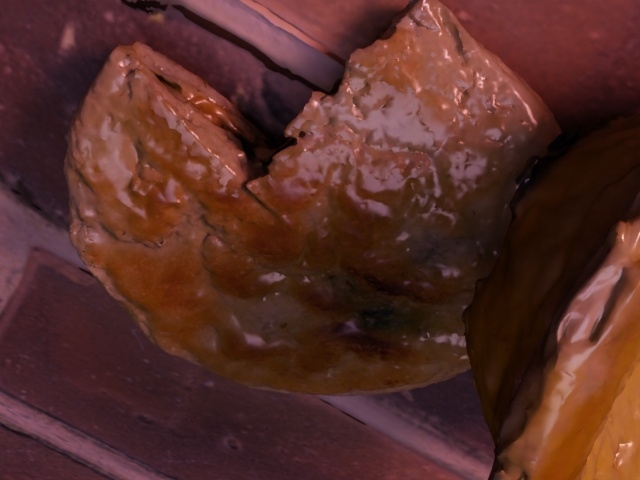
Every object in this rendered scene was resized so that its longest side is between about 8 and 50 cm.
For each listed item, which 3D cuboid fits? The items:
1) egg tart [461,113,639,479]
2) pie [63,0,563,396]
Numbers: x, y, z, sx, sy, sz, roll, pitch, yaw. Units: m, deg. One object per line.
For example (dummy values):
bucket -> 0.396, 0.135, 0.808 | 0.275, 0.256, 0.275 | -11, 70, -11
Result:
egg tart -> 0.171, 0.036, 0.460 | 0.120, 0.315, 0.315 | 37, 145, 39
pie -> 0.000, 0.000, 0.560 | 0.337, 0.075, 0.338 | 6, 130, 7
